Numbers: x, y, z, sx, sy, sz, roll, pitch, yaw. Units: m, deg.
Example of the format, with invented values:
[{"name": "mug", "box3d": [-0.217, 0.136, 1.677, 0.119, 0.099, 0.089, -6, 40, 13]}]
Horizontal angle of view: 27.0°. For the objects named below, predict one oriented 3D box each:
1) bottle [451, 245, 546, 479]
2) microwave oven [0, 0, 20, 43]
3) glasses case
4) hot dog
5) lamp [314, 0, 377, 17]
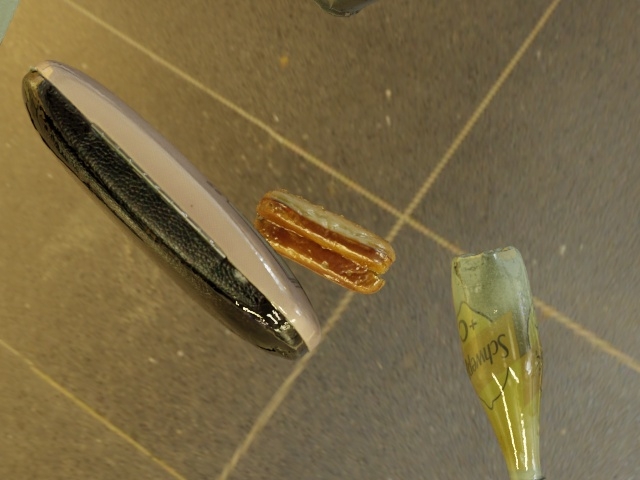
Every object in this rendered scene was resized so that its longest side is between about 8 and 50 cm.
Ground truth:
[{"name": "bottle", "box3d": [0.195, 0.142, 1.387, 0.083, 0.083, 0.269, -11, 88, 5]}, {"name": "microwave oven", "box3d": [-0.187, -0.116, 0.349, 0.122, 0.208, 0.162, 17, 82, 41]}, {"name": "glasses case", "box3d": [-0.119, -0.024, 1.045, 0.075, 0.122, 0.314, -45, 78, -7]}, {"name": "hot dog", "box3d": [0.000, 0.000, 1.439, 0.165, 0.045, 0.071, 27, 124, 10]}, {"name": "lamp", "box3d": [0.094, -0.274, 0.993, 0.227, 0.147, 0.172, -14, 45, 31]}]
